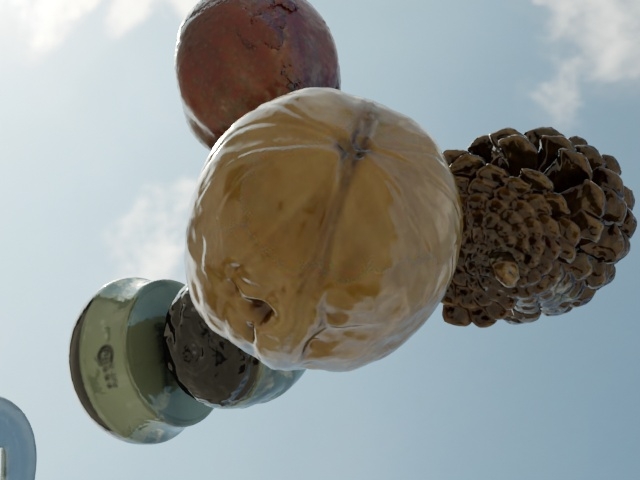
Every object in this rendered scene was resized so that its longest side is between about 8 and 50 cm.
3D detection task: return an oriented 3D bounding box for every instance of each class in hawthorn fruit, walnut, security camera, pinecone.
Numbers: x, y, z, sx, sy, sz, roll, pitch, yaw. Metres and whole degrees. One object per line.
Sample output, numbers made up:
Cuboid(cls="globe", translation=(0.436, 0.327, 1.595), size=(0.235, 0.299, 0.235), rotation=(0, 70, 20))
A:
Cuboid(cls="hawthorn fruit", translation=(-0.078, -0.202, 1.322), size=(0.181, 0.181, 0.235), rotation=(-34, -105, 39))
Cuboid(cls="walnut", translation=(0.000, 0.000, 0.908), size=(0.195, 0.195, 0.222), rotation=(51, -40, 23))
Cuboid(cls="security camera", translation=(-0.129, 0.118, 1.412), size=(0.277, 0.191, 0.197), rotation=(-15, -95, 34))
Cuboid(cls="pinecone", translation=(0.189, -0.014, 1.123), size=(0.185, 0.212, 0.169), rotation=(-17, -99, 34))

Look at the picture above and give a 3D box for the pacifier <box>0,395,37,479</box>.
Cuboid(cls="pacifier", translation=(-0.371, 0.233, 1.047), size=(0.225, 0.287, 0.238), rotation=(25, -60, 28))
